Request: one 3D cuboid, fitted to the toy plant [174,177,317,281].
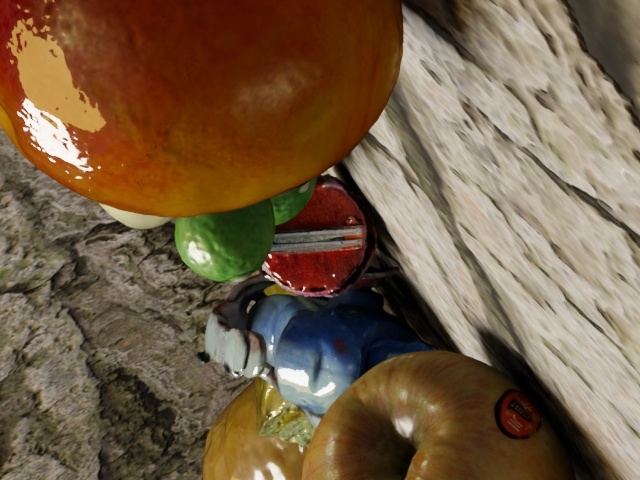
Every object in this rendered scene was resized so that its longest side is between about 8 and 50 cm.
[{"bbox_3d":[-0.070,-0.083,1.289,0.218,0.175,0.235,-65,-20,-49],"label":"toy plant"}]

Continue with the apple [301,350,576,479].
[{"bbox_3d":[0.104,0.226,1.257,0.194,0.261,0.261,48,180,-37],"label":"apple"}]

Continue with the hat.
[{"bbox_3d":[-0.002,0.004,1.509,0.129,0.140,0.227,66,-173,7],"label":"hat"}]

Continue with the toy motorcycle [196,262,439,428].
[{"bbox_3d":[-0.005,0.135,1.562,0.319,0.241,0.182,16,125,67],"label":"toy motorcycle"}]

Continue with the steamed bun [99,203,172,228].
[{"bbox_3d":[-0.234,-0.186,1.760,0.312,0.233,0.334,50,180,31],"label":"steamed bun"}]

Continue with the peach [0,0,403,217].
[{"bbox_3d":[-0.077,-0.148,0.821,0.281,0.281,0.238,59,-144,-21],"label":"peach"}]

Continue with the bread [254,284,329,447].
[{"bbox_3d":[-0.018,0.126,1.828,0.152,0.129,0.268,100,171,-52],"label":"bread"}]

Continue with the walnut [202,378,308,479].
[{"bbox_3d":[0.018,0.357,2.087,0.308,0.354,0.398,-24,99,53],"label":"walnut"}]
